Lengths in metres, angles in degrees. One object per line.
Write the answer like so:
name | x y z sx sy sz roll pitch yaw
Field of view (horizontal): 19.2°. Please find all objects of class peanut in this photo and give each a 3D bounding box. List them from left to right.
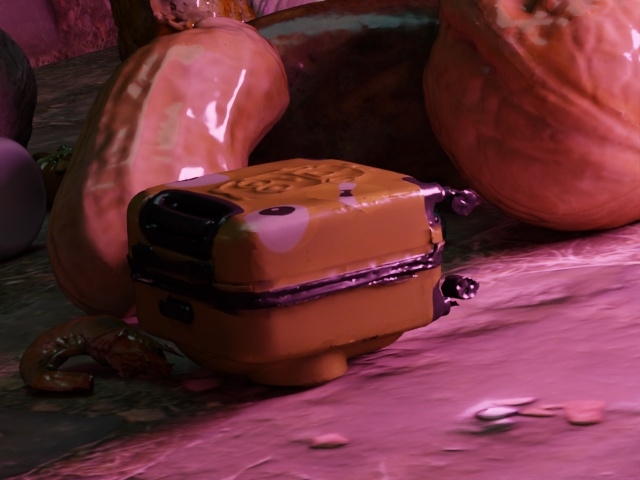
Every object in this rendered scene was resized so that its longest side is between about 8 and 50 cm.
peanut | -0.147 -0.078 1.766 0.174 0.158 0.340 3 61 21

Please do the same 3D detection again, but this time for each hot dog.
hot dog | -0.297 -0.079 2.369 0.109 0.072 0.269 -16 14 -35

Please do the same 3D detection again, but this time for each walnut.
walnut | 0.231 -0.158 1.757 0.252 0.277 0.313 -12 37 -31

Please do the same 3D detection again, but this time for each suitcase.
suitcase | -0.020 0.022 1.459 0.235 0.143 0.194 -12 16 -33

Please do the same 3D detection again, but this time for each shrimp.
shrimp | -0.182 0.093 1.516 0.095 0.045 0.162 -18 20 -39

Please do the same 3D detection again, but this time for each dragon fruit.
dragon fruit | -0.485 -0.124 2.452 0.283 0.204 0.221 -33 38 17

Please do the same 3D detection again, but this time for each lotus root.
lotus root | 0.000 -0.131 1.980 0.346 0.250 0.250 -16 12 -7

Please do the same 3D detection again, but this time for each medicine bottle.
medicine bottle | -0.435 -0.045 2.150 0.225 0.139 0.139 -2 14 34

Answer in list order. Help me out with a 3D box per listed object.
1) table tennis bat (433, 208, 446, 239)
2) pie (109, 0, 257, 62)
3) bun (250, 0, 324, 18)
table tennis bat | 0.022 0.003 1.806 0.201 0.033 0.124 -10 17 6
pie | -0.166 -0.271 2.322 0.180 0.418 0.395 -17 11 -8
bun | -0.007 -0.280 2.471 0.187 0.293 0.293 31 -5 -23
